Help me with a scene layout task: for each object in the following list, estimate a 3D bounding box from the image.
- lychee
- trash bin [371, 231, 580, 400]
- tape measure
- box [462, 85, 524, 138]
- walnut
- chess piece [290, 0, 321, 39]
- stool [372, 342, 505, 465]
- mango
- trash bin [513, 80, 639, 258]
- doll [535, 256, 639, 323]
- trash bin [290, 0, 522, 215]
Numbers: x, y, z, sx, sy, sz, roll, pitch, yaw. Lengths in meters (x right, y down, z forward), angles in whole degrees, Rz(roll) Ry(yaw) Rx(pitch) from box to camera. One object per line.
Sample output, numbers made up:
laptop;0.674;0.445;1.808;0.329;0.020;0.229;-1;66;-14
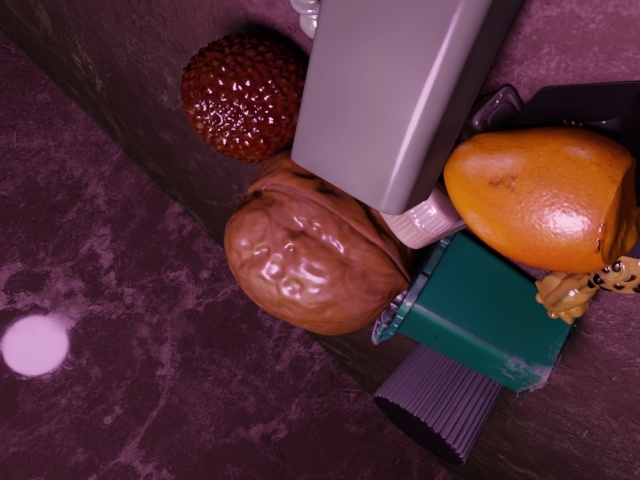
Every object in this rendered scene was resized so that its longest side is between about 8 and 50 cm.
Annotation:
lychee;-0.146;-0.295;1.165;0.275;0.304;0.276;12;106;46
trash bin;0.330;0.168;1.230;0.381;0.295;0.259;31;159;12
tape measure;0.185;-0.114;0.991;0.133;0.271;0.231;-41;74;40
box;0.284;-0.172;0.883;0.122;0.089;0.062;50;169;-20
walnut;0.000;0.000;1.112;0.397;0.354;0.308;31;170;21
chess piece;-0.014;-0.412;0.906;0.139;0.139;0.272;34;169;20
stool;0.361;0.404;1.570;0.297;0.330;0.297;35;159;16
mango;0.278;-0.059;0.750;0.257;0.138;0.187;15;130;44
trash bin;0.391;-0.104;0.797;0.165;0.115;0.226;16;144;52
doll;0.488;0.075;1.006;0.117;0.086;0.291;57;160;17
trash bin;0.097;-0.233;0.739;0.223;0.158;0.344;33;123;23
